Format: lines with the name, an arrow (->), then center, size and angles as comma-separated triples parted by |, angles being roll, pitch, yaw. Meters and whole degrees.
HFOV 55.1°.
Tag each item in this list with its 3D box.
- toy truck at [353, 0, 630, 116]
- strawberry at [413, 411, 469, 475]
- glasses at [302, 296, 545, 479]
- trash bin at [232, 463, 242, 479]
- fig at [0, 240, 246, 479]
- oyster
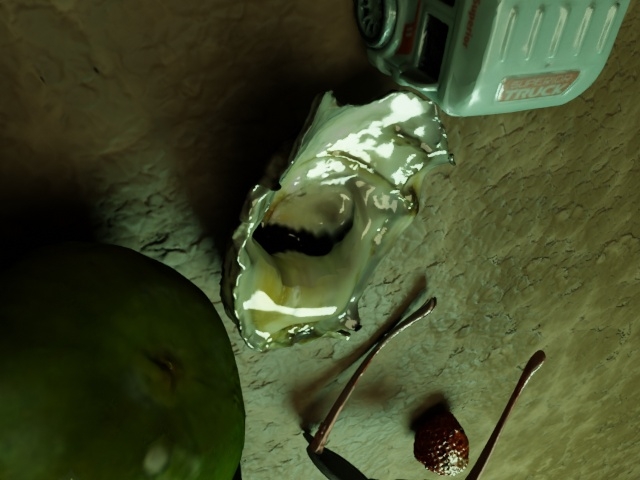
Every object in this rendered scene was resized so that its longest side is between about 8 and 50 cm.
toy truck -> 0.122, -0.218, 0.343 | 0.136, 0.162, 0.305 | -10, 132, -19
strawberry -> 0.174, 0.289, 0.876 | 0.083, 0.083, 0.096 | -3, 121, -25
glasses -> 0.132, 0.210, 0.767 | 0.234, 0.118, 0.268 | 27, 95, -16
trash bin -> -0.171, 0.306, 0.612 | 0.277, 0.217, 0.262 | -17, 136, 8
fig -> -0.204, 0.113, 0.450 | 0.314, 0.233, 0.233 | 1, 145, 30
oyster -> -0.005, -0.009, 0.499 | 0.271, 0.100, 0.275 | -38, 147, 15
